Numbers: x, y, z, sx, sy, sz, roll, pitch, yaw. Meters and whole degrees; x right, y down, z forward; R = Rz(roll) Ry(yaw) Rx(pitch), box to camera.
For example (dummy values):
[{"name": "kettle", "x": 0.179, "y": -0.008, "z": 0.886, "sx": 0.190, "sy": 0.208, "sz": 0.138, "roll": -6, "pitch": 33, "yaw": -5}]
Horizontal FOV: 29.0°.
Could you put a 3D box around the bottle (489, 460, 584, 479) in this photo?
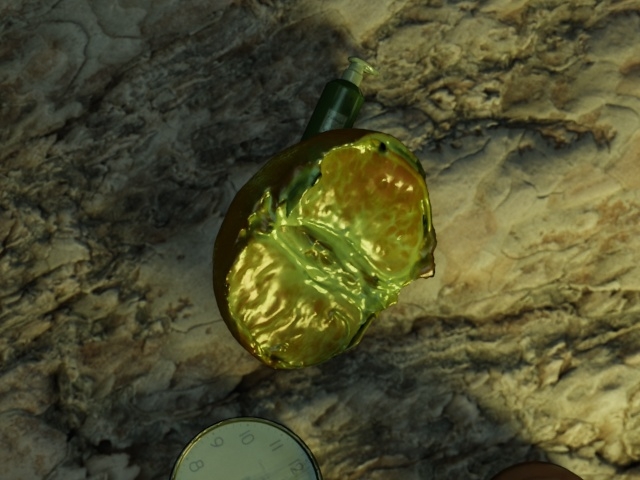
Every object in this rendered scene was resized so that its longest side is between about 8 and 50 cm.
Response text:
[{"name": "bottle", "x": 0.271, "y": 0.370, "z": 1.492, "sx": 0.173, "sy": 0.297, "sz": 0.207, "roll": -10, "pitch": 79, "yaw": 5}]

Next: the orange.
[{"name": "orange", "x": -0.007, "y": -0.004, "z": 1.620, "sx": 0.335, "sy": 0.262, "sz": 0.196, "roll": -51, "pitch": 51, "yaw": 8}]

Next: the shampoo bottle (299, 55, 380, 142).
[{"name": "shampoo bottle", "x": 0.017, "y": -0.163, "z": 1.741, "sx": 0.065, "sy": 0.065, "sz": 0.205, "roll": 23, "pitch": 84, "yaw": 11}]

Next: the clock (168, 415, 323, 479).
[{"name": "clock", "x": -0.100, "y": 0.341, "z": 1.657, "sx": 0.214, "sy": 0.042, "sz": 0.215, "roll": 1, "pitch": 77, "yaw": -4}]
